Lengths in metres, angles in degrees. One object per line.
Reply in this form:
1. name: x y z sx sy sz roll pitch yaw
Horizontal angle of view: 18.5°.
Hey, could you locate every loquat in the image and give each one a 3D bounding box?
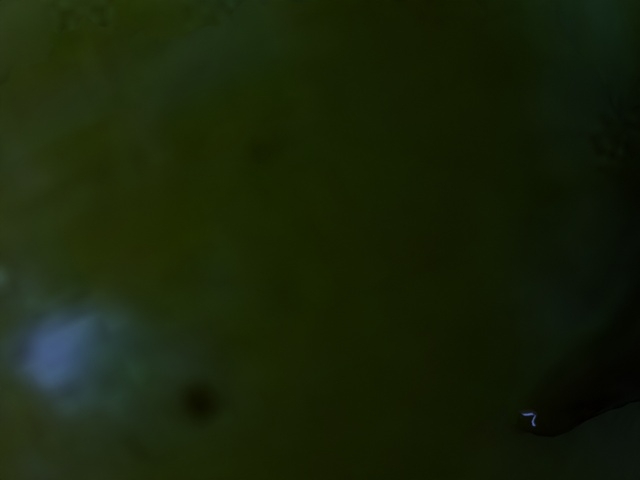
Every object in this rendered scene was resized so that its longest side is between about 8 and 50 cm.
1. loquat: 0.000 0.000 0.601 0.359 0.328 0.328 -13 72 38
